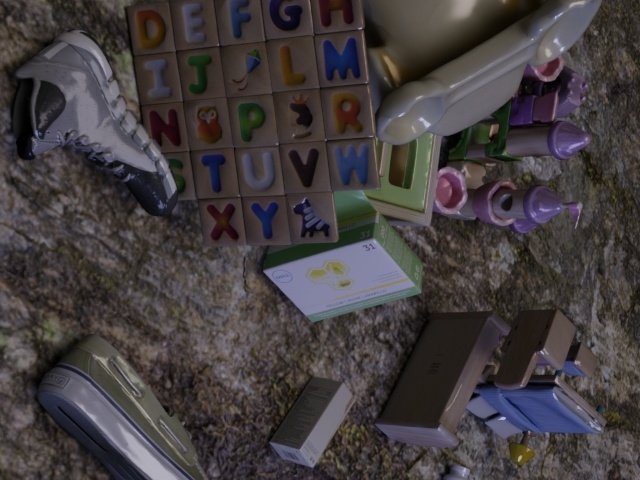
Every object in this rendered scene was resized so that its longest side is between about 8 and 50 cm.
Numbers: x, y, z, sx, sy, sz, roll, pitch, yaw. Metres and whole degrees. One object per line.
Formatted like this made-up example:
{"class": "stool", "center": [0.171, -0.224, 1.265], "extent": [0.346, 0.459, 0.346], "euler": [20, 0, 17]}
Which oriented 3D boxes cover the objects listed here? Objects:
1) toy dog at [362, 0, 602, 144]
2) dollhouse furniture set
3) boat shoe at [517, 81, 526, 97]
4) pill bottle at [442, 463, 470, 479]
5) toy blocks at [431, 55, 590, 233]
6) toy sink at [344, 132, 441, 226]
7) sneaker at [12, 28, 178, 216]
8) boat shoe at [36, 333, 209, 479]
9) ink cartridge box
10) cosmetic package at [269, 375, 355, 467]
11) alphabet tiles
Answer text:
{"class": "toy dog", "center": [0.111, -0.350, 1.400], "extent": [0.407, 0.285, 0.395], "euler": [60, 10, 9]}
{"class": "dollhouse furniture set", "center": [0.289, 0.268, 1.695], "extent": [0.303, 0.286, 0.198], "euler": [42, 63, -27]}
{"class": "boat shoe", "center": [0.323, -0.208, 1.873], "extent": [0.043, 0.049, 0.137], "euler": [-46, 119, -37]}
{"class": "pill bottle", "center": [0.204, 0.389, 1.789], "extent": [0.043, 0.043, 0.083], "euler": [34, 68, -42]}
{"class": "toy blocks", "center": [0.298, -0.153, 1.661], "extent": [0.309, 0.260, 0.288], "euler": [14, 82, -36]}
{"class": "toy sink", "center": [0.040, -0.110, 1.518], "extent": [0.234, 0.131, 0.152], "euler": [14, 82, -46]}
{"class": "sneaker", "center": [-0.257, -0.100, 1.252], "extent": [0.132, 0.086, 0.228], "euler": [-40, 110, -32]}
{"class": "boat shoe", "center": [-0.192, 0.230, 1.319], "extent": [0.302, 0.109, 0.094], "euler": [55, 54, -30]}
{"class": "ink cartridge box", "center": [0.000, 0.000, 1.454], "extent": [0.235, 0.171, 0.056], "euler": [48, 38, -38]}
{"class": "cosmetic package", "center": [-0.010, 0.239, 1.543], "extent": [0.115, 0.060, 0.041], "euler": [-53, 129, -28]}
{"class": "alphabet tiles", "center": [-0.077, -0.161, 1.289], "extent": [0.011, 0.285, 0.342], "euler": [-29, 115, -63]}
